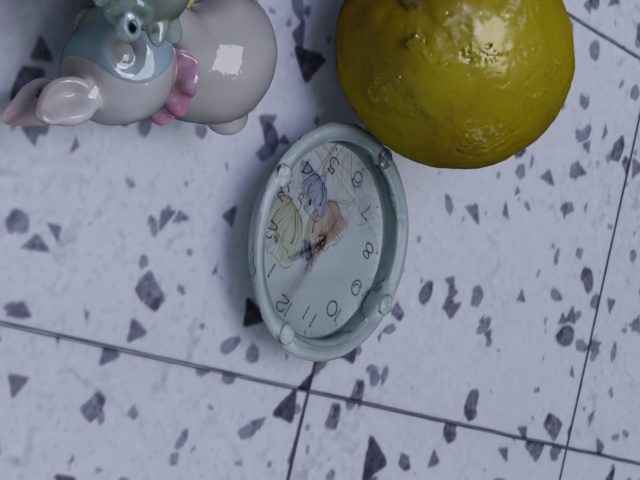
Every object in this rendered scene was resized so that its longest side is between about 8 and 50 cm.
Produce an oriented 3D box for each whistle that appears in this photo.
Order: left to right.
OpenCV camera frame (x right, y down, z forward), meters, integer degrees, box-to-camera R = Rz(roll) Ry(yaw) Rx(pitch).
[{"bbox_3d":[-0.134,-0.256,1.217,0.101,0.106,0.253,69,24,-59],"label":"whistle"}]

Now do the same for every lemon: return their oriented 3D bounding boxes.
[{"bbox_3d":[0.131,-0.183,1.520,0.263,0.236,0.235,28,76,-37],"label":"lemon"}]

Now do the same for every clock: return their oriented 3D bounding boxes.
[{"bbox_3d":[0.000,0.000,1.541,0.236,0.053,0.236,-13,108,-47],"label":"clock"}]

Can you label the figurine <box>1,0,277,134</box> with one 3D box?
[{"bbox_3d":[-0.152,-0.161,1.294,0.236,0.127,0.155,-8,112,-47],"label":"figurine"}]
